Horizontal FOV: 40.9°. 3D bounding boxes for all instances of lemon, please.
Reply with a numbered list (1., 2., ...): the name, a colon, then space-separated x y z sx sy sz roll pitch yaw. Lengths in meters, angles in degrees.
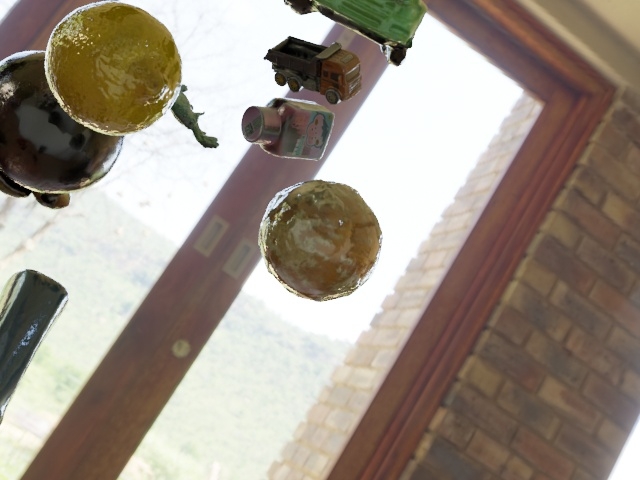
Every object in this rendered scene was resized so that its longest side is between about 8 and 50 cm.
1. lemon: -0.294 -0.245 1.216 0.244 0.187 0.187 34 -10 45

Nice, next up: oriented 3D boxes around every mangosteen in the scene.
1. mangosteen: -0.572 -0.220 1.770 0.306 0.307 0.347 34 -59 -23

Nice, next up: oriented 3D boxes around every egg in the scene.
1. egg: 0.000 0.000 1.399 0.203 0.203 0.245 26 -1 24

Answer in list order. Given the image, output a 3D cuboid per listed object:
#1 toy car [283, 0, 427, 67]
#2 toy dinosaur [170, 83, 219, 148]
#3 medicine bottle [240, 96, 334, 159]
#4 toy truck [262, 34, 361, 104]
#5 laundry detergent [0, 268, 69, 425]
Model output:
1. toy car: 0.072 -0.411 1.376 0.213 0.177 0.359 26 17 -6
2. toy dinosaur: -0.415 -0.411 2.449 0.383 0.076 0.129 46 21 -4
3. medicine bottle: -0.073 -0.243 1.842 0.188 0.119 0.094 -1 27 -43
4. toy truck: -0.013 -0.339 1.677 0.192 0.083 0.092 23 -47 23
5. laundry detergent: -0.459 0.180 1.201 0.094 0.290 0.143 37 -43 -22
